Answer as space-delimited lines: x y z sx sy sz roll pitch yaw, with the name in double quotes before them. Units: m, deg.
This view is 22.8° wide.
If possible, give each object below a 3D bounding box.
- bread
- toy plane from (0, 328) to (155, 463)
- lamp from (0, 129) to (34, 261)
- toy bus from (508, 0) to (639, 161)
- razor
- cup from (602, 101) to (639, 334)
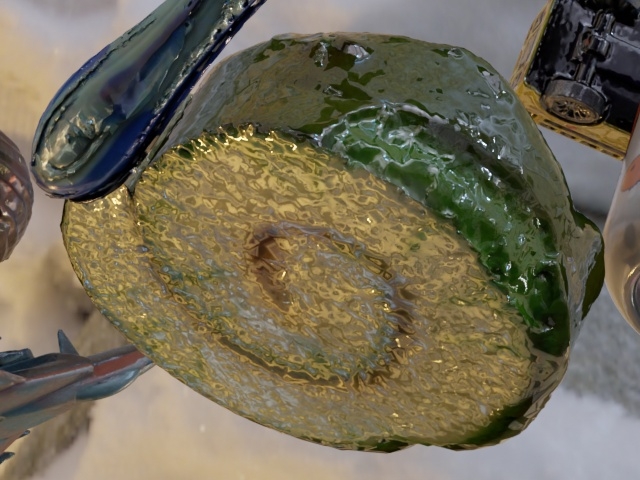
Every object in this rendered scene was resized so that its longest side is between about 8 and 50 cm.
"bread" 0.000 0.000 1.097 0.382 0.129 0.366 19 145 11
"toy plane" -0.283 0.141 1.475 0.326 0.104 0.223 -26 145 -26
"lamp" -0.391 -0.040 1.492 0.247 0.247 0.247 -2 129 -2
"toy bus" 0.364 -0.139 1.633 0.331 0.145 0.151 23 164 -4
"razor" 0.004 -0.129 0.568 0.324 0.093 0.056 -42 160 11
"cup" 0.369 -0.054 1.387 0.212 0.317 0.212 14 139 13
